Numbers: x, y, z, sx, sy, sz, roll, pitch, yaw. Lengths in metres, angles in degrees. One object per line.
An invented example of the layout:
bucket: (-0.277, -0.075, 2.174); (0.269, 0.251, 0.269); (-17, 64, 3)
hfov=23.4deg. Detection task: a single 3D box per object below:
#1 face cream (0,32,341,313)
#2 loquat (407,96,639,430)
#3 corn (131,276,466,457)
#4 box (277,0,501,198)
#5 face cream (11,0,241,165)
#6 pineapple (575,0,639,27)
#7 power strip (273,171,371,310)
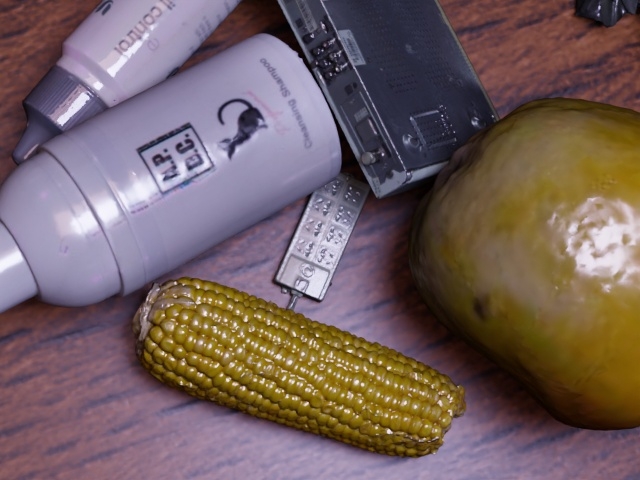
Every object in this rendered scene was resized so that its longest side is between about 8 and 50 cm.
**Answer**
face cream: (-0.170, -0.027, 1.259); (0.369, 0.145, 0.145); (-31, 85, -20)
loquat: (0.220, 0.011, 1.257); (0.284, 0.276, 0.276); (37, 78, -8)
corn: (-0.019, 0.113, 1.305); (0.293, 0.106, 0.106); (22, 79, -6)
box: (0.052, -0.176, 1.329); (0.211, 0.045, 0.270); (-16, 78, -53)
face cream: (-0.157, -0.179, 1.343); (0.092, 0.092, 0.311); (41, 79, 2)
pineapple: (0.330, -0.198, 1.396); (0.119, 0.111, 0.237); (-30, 73, -42)
power strip: (0.000, 0.000, 1.364); (0.051, 0.019, 0.136); (25, 78, -3)
